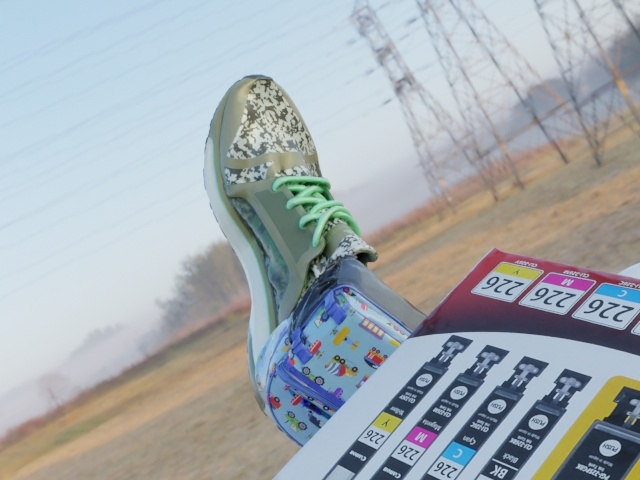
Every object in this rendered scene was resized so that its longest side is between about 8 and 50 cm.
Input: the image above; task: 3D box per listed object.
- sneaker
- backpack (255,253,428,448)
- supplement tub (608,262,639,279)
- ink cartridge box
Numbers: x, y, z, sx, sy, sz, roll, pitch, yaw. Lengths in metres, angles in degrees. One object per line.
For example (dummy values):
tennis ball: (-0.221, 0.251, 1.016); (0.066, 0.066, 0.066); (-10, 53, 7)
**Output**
sneaker: (0.000, 0.000, 0.989); (0.158, 0.410, 0.182); (-9, -9, -40)
backpack: (0.021, 0.126, 0.827); (0.173, 0.158, 0.117); (-48, 10, 17)
supplement tub: (0.330, 0.140, 0.865); (0.241, 0.241, 0.331); (-30, -7, 0)
ink cartridge box: (0.137, 0.155, 0.405); (0.272, 0.130, 0.309); (-43, 32, -26)
